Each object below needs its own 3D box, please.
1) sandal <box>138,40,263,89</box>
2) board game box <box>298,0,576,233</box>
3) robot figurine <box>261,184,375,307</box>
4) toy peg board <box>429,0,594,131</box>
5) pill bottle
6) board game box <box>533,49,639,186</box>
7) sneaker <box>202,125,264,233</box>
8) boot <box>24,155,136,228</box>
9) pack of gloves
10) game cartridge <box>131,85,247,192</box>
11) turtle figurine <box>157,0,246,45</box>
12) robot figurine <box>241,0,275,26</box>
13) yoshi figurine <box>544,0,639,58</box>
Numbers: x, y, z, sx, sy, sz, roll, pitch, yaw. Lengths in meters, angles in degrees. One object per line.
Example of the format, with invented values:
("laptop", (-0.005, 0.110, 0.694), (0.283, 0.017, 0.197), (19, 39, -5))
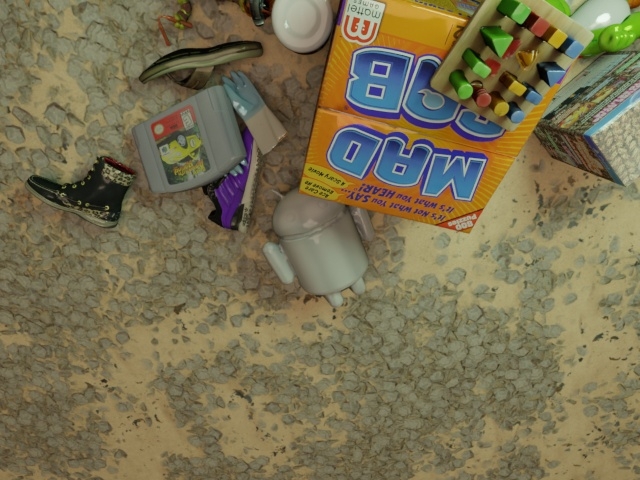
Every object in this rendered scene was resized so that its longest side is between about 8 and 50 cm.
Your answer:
("sandal", (-0.279, -0.399, 0.956), (0.302, 0.120, 0.086), (-8, 127, 4))
("board game box", (0.178, -0.292, 0.818), (0.356, 0.356, 0.357), (13, 129, -5))
("robot figurine", (0.000, 0.000, 1.072), (0.299, 0.199, 0.354), (-28, 112, -13))
("toy peg board", (0.268, -0.241, 0.569), (0.160, 0.079, 0.161), (24, 127, -13))
("pill bottle", (-0.035, -0.461, 0.868), (0.121, 0.216, 0.121), (0, 113, 0))
("board game box", (0.647, -0.280, 0.900), (0.232, 0.291, 0.141), (-41, 107, 16))
("sneaker", (-0.235, -0.161, 1.059), (0.146, 0.102, 0.294), (13, 113, -4))
("boot", (-0.623, -0.156, 1.076), (0.236, 0.085, 0.179), (29, 108, -18))
("pack of gloves", (-0.217, -0.282, 0.978), (0.195, 0.046, 0.232), (-39, 77, 15))
("game cartridge", (-0.323, -0.225, 0.992), (0.294, 0.060, 0.196), (-15, 98, 26))
("turtle figurine", (-0.274, -0.564, 0.899), (0.217, 0.087, 0.270), (4, 133, -5))
("robot figurine", (-0.116, -0.532, 0.798), (0.084, 0.291, 0.211), (11, 112, -4))
("yoshi figurine", (0.548, -0.472, 0.867), (0.361, 0.204, 0.203), (-22, 109, 7))
